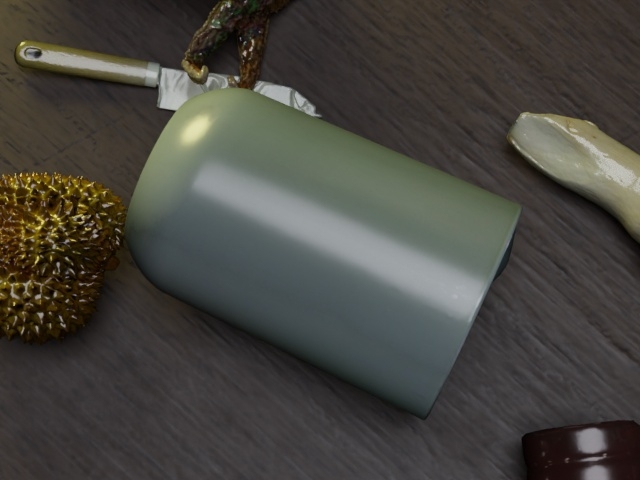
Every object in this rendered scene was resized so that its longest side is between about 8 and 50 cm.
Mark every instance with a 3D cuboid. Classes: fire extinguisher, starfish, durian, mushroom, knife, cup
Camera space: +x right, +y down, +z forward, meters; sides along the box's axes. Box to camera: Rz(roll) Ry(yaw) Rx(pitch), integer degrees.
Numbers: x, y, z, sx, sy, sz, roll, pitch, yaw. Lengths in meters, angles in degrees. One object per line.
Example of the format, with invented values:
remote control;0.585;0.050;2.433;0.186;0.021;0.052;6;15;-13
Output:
fire extinguisher;0.260;0.327;1.314;0.135;0.114;0.337;-10;78;20
starfish;-0.070;-0.240;1.437;0.053;0.150;0.210;15;97;33
durian;-0.256;0.016;1.360;0.168;0.137;0.158;6;68;1
mushroom;0.271;-0.053;1.428;0.209;0.071;0.084;36;111;9
knife;-0.145;-0.147;1.459;0.298;0.017;0.047;8;77;-4
cup;0.000;0.000;1.337;0.312;0.205;0.205;25;78;5
